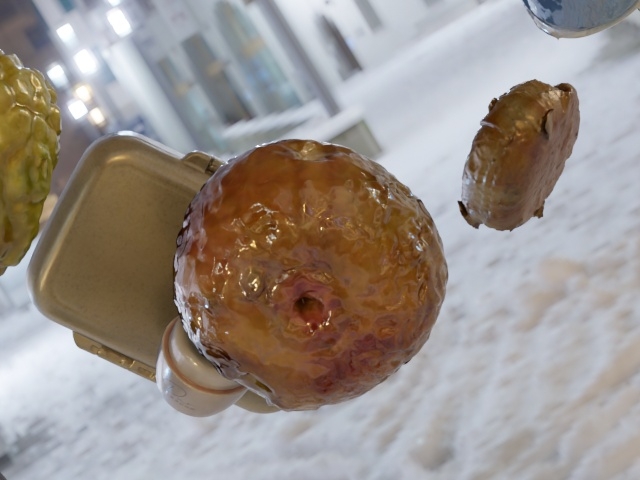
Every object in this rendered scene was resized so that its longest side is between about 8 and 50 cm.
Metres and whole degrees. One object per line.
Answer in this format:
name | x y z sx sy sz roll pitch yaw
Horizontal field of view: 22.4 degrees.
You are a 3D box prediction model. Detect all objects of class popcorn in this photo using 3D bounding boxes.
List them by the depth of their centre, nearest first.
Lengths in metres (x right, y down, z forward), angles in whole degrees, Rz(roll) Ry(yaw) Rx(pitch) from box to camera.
popcorn | -0.360 -0.086 1.513 0.237 0.251 0.206 -7 39 21

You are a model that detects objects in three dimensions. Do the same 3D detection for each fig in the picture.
fig | 0.000 0.000 1.737 0.286 0.286 0.368 -29 17 21

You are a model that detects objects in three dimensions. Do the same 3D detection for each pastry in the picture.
pastry | 0.270 -0.113 2.176 0.229 0.100 0.218 -65 -21 4

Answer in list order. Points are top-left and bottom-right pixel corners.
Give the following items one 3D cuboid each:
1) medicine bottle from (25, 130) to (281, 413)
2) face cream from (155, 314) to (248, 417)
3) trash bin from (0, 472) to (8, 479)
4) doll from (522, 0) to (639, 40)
medicine bottle | -0.154 0.040 1.969 0.282 0.375 0.123 -61 13 9
face cream | -0.128 0.136 1.828 0.117 0.117 0.104 -38 -15 -43
trash bin | -0.400 0.376 1.845 0.115 0.165 0.225 -28 29 11
doll | 0.118 -0.190 0.886 0.099 0.241 0.135 -25 52 22
